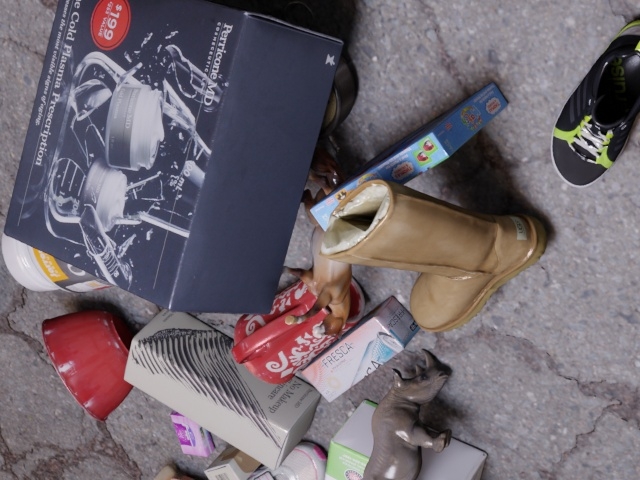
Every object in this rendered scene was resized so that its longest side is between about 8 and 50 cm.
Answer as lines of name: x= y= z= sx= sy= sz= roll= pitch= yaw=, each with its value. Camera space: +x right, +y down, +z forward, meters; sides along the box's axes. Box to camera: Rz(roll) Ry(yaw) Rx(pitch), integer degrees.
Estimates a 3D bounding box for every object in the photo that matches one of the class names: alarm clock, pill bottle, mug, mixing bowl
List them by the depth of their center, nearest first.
alarm clock: x=-0.021 y=-0.207 z=1.667 sx=0.129 sy=0.064 sz=0.192 roll=15 pitch=129 yaw=24
mug: x=-0.031 y=0.122 z=1.844 sx=0.113 sy=0.150 sz=0.169 roll=43 pitch=129 yaw=-12
pill bottle: x=-0.315 y=-0.011 z=1.923 sx=0.278 sy=0.162 sz=0.162 roll=-13 pitch=112 yaw=38
mixing bowl: x=-0.337 y=0.175 z=2.080 sx=0.098 sy=0.181 sz=0.181 roll=-31 pitch=103 yaw=3

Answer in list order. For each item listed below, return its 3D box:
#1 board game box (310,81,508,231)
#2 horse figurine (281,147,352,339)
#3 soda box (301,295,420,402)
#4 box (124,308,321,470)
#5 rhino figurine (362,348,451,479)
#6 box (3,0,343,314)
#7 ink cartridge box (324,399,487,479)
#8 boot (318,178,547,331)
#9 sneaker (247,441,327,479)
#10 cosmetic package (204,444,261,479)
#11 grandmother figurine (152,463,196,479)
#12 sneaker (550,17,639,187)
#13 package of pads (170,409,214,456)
board game box: x=0.103 y=-0.098 z=1.593 sx=0.211 sy=0.160 sz=0.039 roll=-30 pitch=97 yaw=42
horse figurine: x=0.000 y=0.000 z=1.684 sx=0.066 sy=0.174 sz=0.263 roll=3 pitch=92 yaw=32
soda box: x=0.054 y=0.152 z=1.864 sx=0.063 sy=0.058 sz=0.183 roll=46 pitch=134 yaw=-2
box: x=-0.147 y=0.215 z=2.001 sx=0.275 sy=0.113 sz=0.094 roll=28 pitch=130 yaw=13
rhino figurine: x=0.118 y=0.262 z=1.806 sx=0.106 sy=0.243 sz=0.073 roll=7 pitch=164 yaw=13
box: x=-0.181 y=-0.121 z=1.608 sx=0.312 sy=0.179 sz=0.343 roll=20 pitch=99 yaw=37
ink cartridge box: x=0.108 y=0.395 z=1.953 sx=0.198 sy=0.115 sz=0.273 roll=22 pitch=128 yaw=19
boot: x=0.105 y=0.019 z=1.611 sx=0.236 sy=0.269 sz=0.089 roll=-46 pitch=51 yaw=35
sneaker: x=-0.092 y=0.402 z=2.041 sx=0.252 sy=0.111 sz=0.103 roll=-44 pitch=74 yaw=13
cosmetic package: x=-0.118 y=0.327 z=2.054 sx=0.060 sy=0.115 sz=0.041 roll=-24 pitch=103 yaw=39
grandmother figurine: x=-0.112 y=0.464 z=2.159 sx=0.342 sy=0.104 sz=0.208 roll=19 pitch=123 yaw=18
sneaker: x=0.304 y=-0.143 z=1.476 sx=0.084 sy=0.097 sz=0.235 roll=31 pitch=132 yaw=12
package of pads: x=-0.204 y=0.304 z=2.150 sx=0.050 sy=0.032 sz=0.083 roll=1 pitch=120 yaw=31
